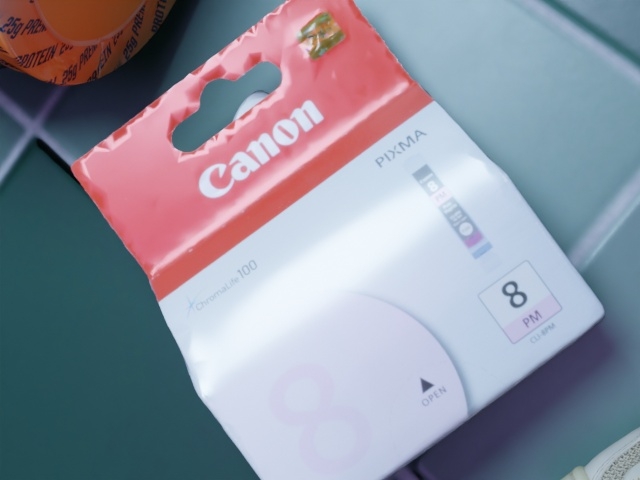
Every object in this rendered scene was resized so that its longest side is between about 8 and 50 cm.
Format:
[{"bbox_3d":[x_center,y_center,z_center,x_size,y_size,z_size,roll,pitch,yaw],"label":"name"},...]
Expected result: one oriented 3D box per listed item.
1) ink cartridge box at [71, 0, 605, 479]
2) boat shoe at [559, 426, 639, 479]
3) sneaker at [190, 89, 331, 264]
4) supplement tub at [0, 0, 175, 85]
[{"bbox_3d":[0.000,0.000,0.458,0.189,0.066,0.232,-37,92,2],"label":"ink cartridge box"},{"bbox_3d":[0.186,0.158,0.300,0.121,0.341,0.110,39,98,-22],"label":"boat shoe"},{"bbox_3d":[-0.033,-0.007,0.508,0.061,0.053,0.152,18,95,15],"label":"sneaker"},{"bbox_3d":[-0.247,-0.229,0.500,0.338,0.207,0.207,29,99,16],"label":"supplement tub"}]
